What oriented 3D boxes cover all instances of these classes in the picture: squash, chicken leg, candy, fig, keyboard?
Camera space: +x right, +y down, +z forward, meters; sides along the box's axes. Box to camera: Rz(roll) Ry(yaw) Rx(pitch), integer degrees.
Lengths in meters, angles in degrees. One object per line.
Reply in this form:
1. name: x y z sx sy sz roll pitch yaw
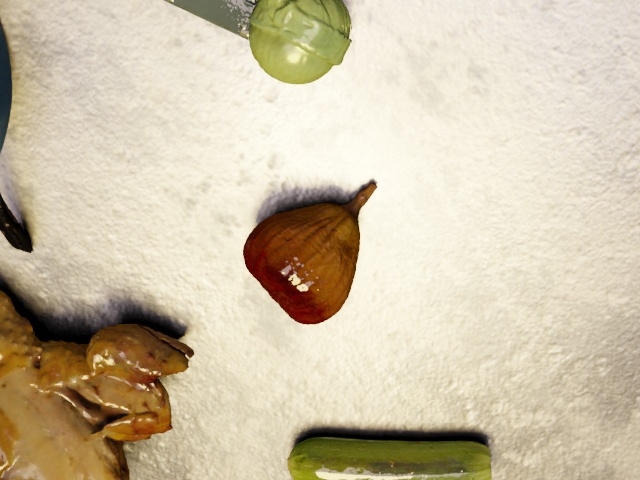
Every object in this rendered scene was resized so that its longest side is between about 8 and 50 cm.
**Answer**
1. squash: 0.077 0.252 1.128 0.228 0.066 0.066 -1 111 3
2. chicken leg: -0.289 0.139 1.081 0.295 0.182 0.410 -27 91 4
3. candy: 0.028 -0.300 0.920 0.092 0.093 0.336 10 109 -46
4. fig: -0.014 0.004 1.033 0.119 0.153 0.119 17 153 9
5. keyboard: -0.136 -0.253 0.971 0.176 0.014 0.055 24 112 -6

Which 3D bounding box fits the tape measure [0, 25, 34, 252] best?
1. tape measure: -0.343 -0.143 0.970 0.097 0.215 0.351 -13 154 7
